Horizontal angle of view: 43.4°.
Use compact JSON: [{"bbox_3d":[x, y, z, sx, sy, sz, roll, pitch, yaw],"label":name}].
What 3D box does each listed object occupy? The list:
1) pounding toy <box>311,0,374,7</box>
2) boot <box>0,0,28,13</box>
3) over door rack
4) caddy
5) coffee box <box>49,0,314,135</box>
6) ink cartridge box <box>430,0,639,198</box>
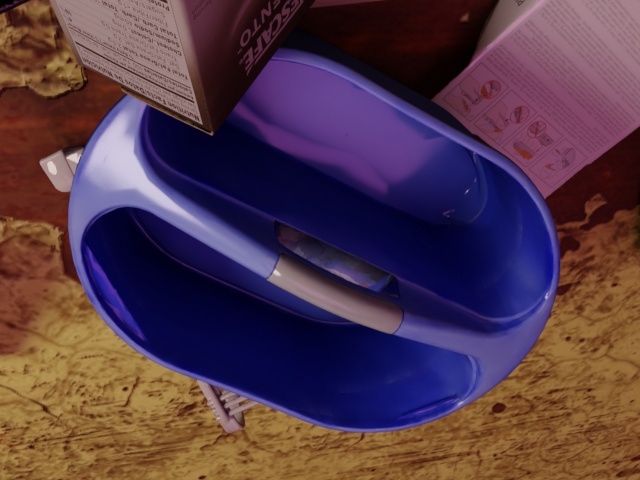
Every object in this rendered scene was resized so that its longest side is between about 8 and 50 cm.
[{"bbox_3d":[0.061,-0.240,0.484,0.180,0.094,0.206,-9,159,-10],"label":"pounding toy"},{"bbox_3d":[-0.162,-0.175,0.444,0.246,0.207,0.094,-24,113,6],"label":"boot"},{"bbox_3d":[-0.048,-0.001,0.719,0.239,0.108,0.324,-25,118,4],"label":"over door rack"},{"bbox_3d":[0.000,0.000,0.565,0.341,0.179,0.241,25,111,-19],"label":"caddy"},{"bbox_3d":[-0.066,-0.184,0.358,0.141,0.098,0.246,-57,165,-21],"label":"coffee box"},{"bbox_3d":[0.207,-0.146,0.700,0.189,0.066,0.232,30,125,-35],"label":"ink cartridge box"}]
